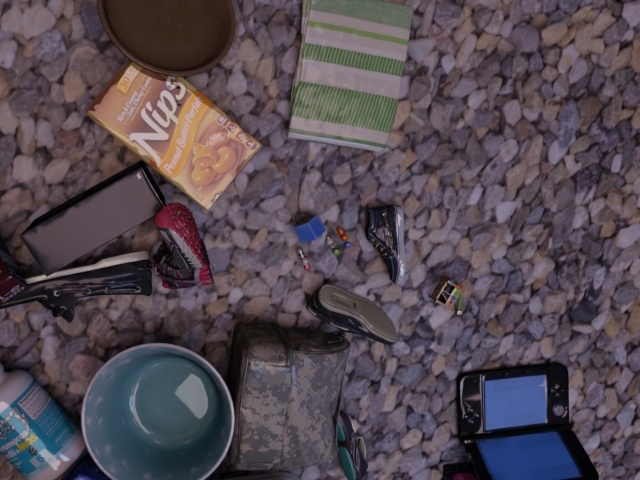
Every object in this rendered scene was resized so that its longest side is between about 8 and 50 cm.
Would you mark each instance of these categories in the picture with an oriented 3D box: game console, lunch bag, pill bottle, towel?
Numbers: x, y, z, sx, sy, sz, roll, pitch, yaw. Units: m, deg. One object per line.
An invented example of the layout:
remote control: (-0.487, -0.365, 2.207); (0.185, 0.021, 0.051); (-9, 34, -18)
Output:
game console: (0.493, 0.443, 1.791); (0.293, 0.173, 0.250); (-4, 96, -12)
lunch bag: (-0.070, 0.341, 1.641); (0.256, 0.212, 0.305); (5, 101, -15)
pill bottle: (-0.622, 0.371, 1.563); (0.146, 0.146, 0.264); (-38, 104, -4)
towel: (0.061, -0.367, 1.643); (0.248, 0.038, 0.324); (7, 96, -14)

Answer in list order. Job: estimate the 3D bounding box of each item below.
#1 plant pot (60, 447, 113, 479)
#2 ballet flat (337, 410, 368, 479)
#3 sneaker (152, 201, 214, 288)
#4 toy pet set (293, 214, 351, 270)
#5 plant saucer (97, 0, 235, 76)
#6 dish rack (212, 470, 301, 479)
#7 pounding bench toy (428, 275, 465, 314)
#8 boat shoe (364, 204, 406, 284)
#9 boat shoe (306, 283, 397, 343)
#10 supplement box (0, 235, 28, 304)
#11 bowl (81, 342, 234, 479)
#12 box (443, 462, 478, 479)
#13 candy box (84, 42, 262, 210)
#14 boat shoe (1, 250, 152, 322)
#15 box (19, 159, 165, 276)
plant pot: (-0.472, 0.594, 1.598); (0.236, 0.212, 0.236); (36, 90, -15)
ballet flat: (0.065, 0.465, 1.771); (0.074, 0.074, 0.203); (-20, 97, -8)
sneaker: (-0.289, 0.030, 1.512); (0.112, 0.299, 0.120); (-15, 64, -6)
toy pet set: (0.000, 0.000, 1.674); (0.122, 0.065, 0.114); (-30, 104, -6)
plant saucer: (-0.305, -0.451, 1.497); (0.278, 0.041, 0.277); (6, 75, -24)
dish rack: (-0.144, 0.617, 1.669); (0.333, 0.072, 0.285); (-14, 120, 19)
pounding bench toy: (0.311, 0.129, 1.769); (0.083, 0.052, 0.065); (31, 92, -15)
boat shoe: (0.145, 0.012, 1.712); (0.083, 0.065, 0.183); (-4, 93, -10)
boat shoe: (0.076, 0.178, 1.727); (0.233, 0.084, 0.079); (28, 131, -22)
supplement box: (-0.689, 0.026, 1.467); (0.130, 0.073, 0.239); (-35, 69, -4)
bowl: (-0.329, 0.358, 1.595); (0.312, 0.163, 0.311); (0, 92, 0)
box: (0.406, 0.641, 1.775); (0.163, 0.247, 0.142); (-3, 101, -11)
candy box: (-0.301, -0.230, 1.559); (0.316, 0.087, 0.183); (40, 88, -16)
boat shoe: (-0.511, 0.111, 1.553); (0.340, 0.127, 0.113); (-14, 90, -19)
box: (-0.448, -0.051, 1.509); (0.261, 0.184, 0.103); (-30, 103, -5)
